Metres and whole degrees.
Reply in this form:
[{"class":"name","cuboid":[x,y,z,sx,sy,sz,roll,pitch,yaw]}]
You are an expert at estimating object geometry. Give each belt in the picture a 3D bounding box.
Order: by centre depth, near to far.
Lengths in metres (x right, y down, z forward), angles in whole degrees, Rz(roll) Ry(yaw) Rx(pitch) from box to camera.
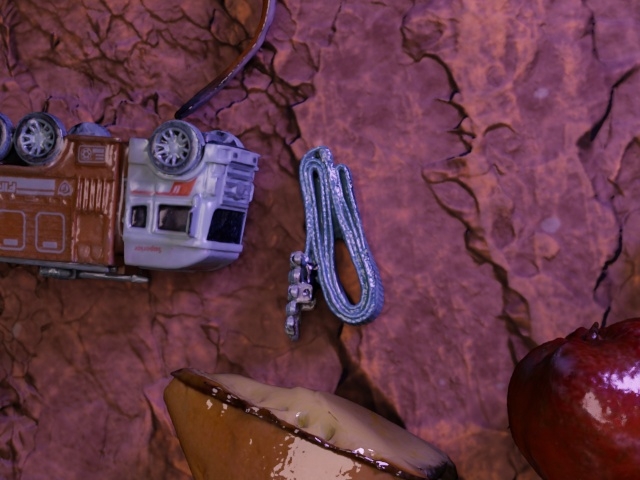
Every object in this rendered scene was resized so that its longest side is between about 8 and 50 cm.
[{"class":"belt","cuboid":[0.001,0.001,1.691,0.100,0.065,0.179,-12,77,4]}]

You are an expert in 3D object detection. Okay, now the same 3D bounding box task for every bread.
[{"class":"bread","cuboid":[-0.025,0.214,1.590,0.262,0.204,0.163,18,84,20]}]

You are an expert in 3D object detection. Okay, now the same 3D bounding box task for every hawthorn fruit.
[{"class":"hawthorn fruit","cuboid":[0.269,0.171,1.541,0.185,0.185,0.202,-25,93,10]}]

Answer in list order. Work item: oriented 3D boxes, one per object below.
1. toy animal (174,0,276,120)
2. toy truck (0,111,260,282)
[{"class":"toy animal","cuboid":[-0.059,-0.307,1.722,0.302,0.225,0.284,-23,95,-1]},{"class":"toy truck","cuboid":[-0.221,-0.039,1.718,0.305,0.136,0.162,4,89,18]}]
